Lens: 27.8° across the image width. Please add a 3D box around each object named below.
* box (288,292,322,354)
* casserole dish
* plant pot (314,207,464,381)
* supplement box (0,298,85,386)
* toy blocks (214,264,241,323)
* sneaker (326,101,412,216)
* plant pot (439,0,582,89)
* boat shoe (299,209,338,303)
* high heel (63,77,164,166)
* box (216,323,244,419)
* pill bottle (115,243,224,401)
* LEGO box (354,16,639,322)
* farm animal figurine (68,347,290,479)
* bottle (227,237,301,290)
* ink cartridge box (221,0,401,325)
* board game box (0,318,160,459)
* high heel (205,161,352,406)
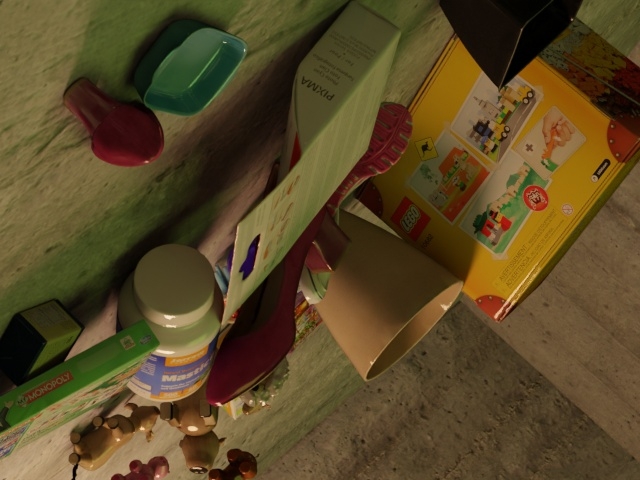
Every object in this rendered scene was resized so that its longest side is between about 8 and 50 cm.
[{"bbox_3d":[-0.063,0.158,2.664,0.201,0.057,0.293,-44,166,-10],"label":"box"},{"bbox_3d":[-0.148,-0.196,1.448,0.114,0.037,0.188,-50,166,12],"label":"casserole dish"},{"bbox_3d":[0.080,0.073,2.391,0.256,0.274,0.256,-41,166,-13],"label":"plant pot"},{"bbox_3d":[-0.363,0.131,1.665,0.083,0.056,0.083,-54,164,28],"label":"supplement box"},{"bbox_3d":[-0.135,0.083,2.173,0.123,0.054,0.148,-72,147,-52],"label":"toy blocks"},{"bbox_3d":[0.043,-0.134,2.077,0.252,0.103,0.111,-40,-168,16],"label":"sneaker"},{"bbox_3d":[0.292,-0.383,1.995,0.187,0.167,0.188,-43,167,-20],"label":"plant pot"},{"bbox_3d":[0.000,0.000,2.121,0.076,0.226,0.083,-17,140,15],"label":"boat shoe"},{"bbox_3d":[-0.192,-0.100,1.409,0.082,0.117,0.244,-46,166,-6],"label":"high heel"},{"bbox_3d":[-0.168,0.254,2.518,0.114,0.103,0.203,-44,166,-16],"label":"box"},{"bbox_3d":[-0.218,0.117,1.870,0.152,0.152,0.272,-41,166,-26],"label":"pill bottle"},{"bbox_3d":[0.344,-0.157,2.356,0.193,0.372,0.500,-34,161,-48],"label":"LEGO box"},{"bbox_3d":[-0.242,0.311,2.230,0.172,0.330,0.327,66,39,-73],"label":"farm animal figurine"},{"bbox_3d":[-0.068,0.040,2.178,0.092,0.118,0.283,-34,176,14],"label":"bottle"},{"bbox_3d":[-0.043,-0.101,1.785,0.385,0.091,0.308,-51,169,-27],"label":"ink cartridge box"},{"bbox_3d":[-0.381,0.227,1.729,0.317,0.046,0.213,-28,169,-33],"label":"board game box"},{"bbox_3d":[-0.102,0.063,1.935,0.127,0.181,0.377,-14,-145,45],"label":"high heel"}]
